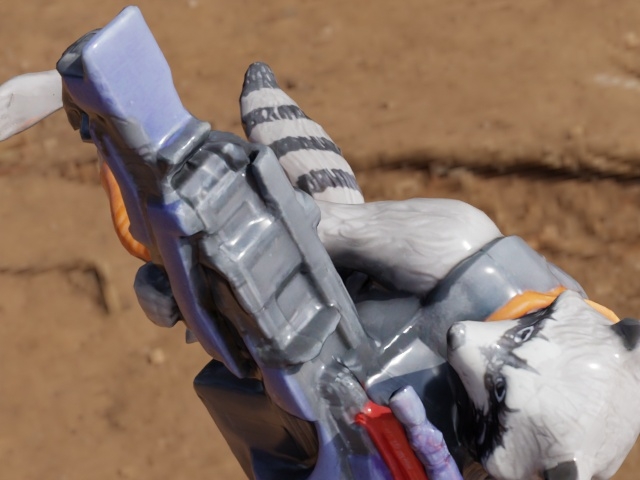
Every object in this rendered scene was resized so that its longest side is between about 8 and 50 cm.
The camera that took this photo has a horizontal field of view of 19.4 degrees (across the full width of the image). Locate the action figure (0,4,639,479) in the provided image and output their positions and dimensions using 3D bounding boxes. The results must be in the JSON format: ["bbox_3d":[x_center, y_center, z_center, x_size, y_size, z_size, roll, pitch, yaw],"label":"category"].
[{"bbox_3d":[0.000,0.000,0.766,0.178,0.341,0.330,-41,42,-20],"label":"action figure"}]
